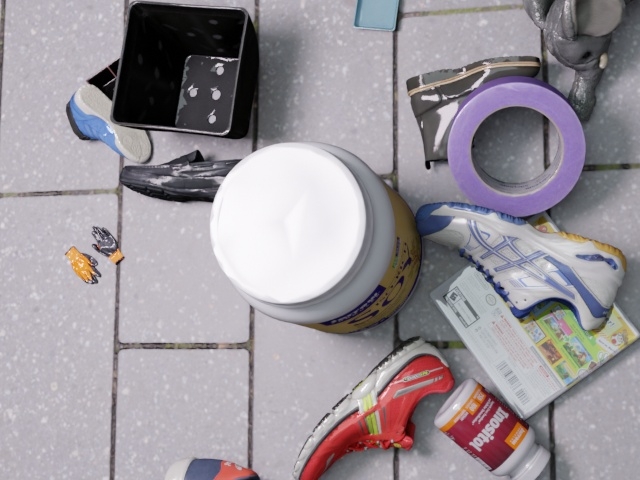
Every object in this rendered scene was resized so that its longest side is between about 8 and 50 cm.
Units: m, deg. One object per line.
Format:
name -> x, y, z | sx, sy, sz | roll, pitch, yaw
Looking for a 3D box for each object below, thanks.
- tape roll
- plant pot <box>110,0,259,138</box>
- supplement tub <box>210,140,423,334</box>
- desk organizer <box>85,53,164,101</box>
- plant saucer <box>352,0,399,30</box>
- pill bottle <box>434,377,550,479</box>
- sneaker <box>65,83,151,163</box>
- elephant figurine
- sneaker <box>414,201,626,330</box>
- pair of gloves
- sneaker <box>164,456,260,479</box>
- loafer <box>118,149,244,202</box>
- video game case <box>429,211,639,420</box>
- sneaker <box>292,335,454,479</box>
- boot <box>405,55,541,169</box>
tape roll -> 0.273, -0.132, 1.692 | 0.189, 0.080, 0.189 | 2, 105, 8
plant pot -> -0.184, -0.241, 1.818 | 0.187, 0.167, 0.188 | 7, 85, 15
supplement tub -> 0.000, 0.000, 1.648 | 0.241, 0.331, 0.241 | -2, 82, 15
desk organizer -> -0.301, -0.265, 1.912 | 0.130, 0.050, 0.047 | -34, 75, 8
plant saucer -> 0.096, -0.412, 1.846 | 0.067, 0.018, 0.192 | 7, 83, 16
pill bottle -> 0.239, 0.268, 1.667 | 0.152, 0.086, 0.086 | 39, 93, 1
sneaker -> -0.338, -0.174, 1.911 | 0.152, 0.084, 0.058 | 43, 57, -14
elephant figurine -> 0.366, -0.321, 1.680 | 0.186, 0.169, 0.239 | 38, 89, 11
sneaker -> 0.261, 0.035, 1.659 | 0.296, 0.112, 0.131 | 17, 89, 14
pair of gloves -> -0.356, 0.023, 1.907 | 0.083, 0.010, 0.074 | -42, 74, 5
sneaker -> -0.146, 0.486, 1.722 | 0.148, 0.131, 0.350 | -3, 81, 19
loafer -> -0.197, -0.100, 1.852 | 0.223, 0.076, 0.078 | 5, 78, 11
video game case -> 0.300, 0.105, 1.714 | 0.206, 0.026, 0.227 | -37, 74, 7
sneaker -> 0.076, 0.262, 1.714 | 0.279, 0.107, 0.118 | -45, 84, 8
boot -> 0.231, -0.187, 1.757 | 0.197, 0.077, 0.137 | -12, 85, 25
